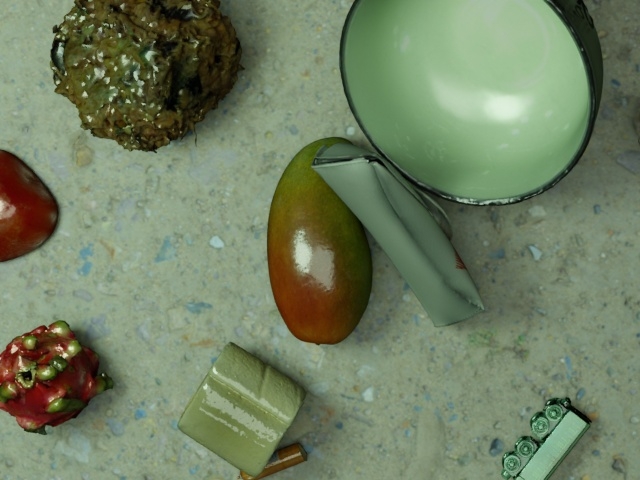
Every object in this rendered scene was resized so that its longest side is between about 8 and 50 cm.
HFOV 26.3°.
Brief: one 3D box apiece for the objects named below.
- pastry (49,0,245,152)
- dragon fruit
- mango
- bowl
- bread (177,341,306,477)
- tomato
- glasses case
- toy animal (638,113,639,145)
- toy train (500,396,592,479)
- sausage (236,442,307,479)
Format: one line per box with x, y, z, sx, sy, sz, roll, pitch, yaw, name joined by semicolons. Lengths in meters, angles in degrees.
-0.247;-0.256;1.893;0.275;0.193;0.275;1;95;8;pastry
-0.388;0.196;1.947;0.166;0.172;0.160;-3;93;7;dragon fruit
-0.005;0.002;1.914;0.146;0.129;0.289;-11;82;21;mango
0.221;-0.240;1.807;0.354;0.185;0.354;16;126;23;bowl
-0.111;0.238;1.935;0.141;0.134;0.148;34;107;0;bread
-0.487;-0.039;1.992;0.174;0.082;0.166;-40;89;5;tomato
0.121;-0.018;1.851;0.083;0.128;0.308;-48;114;-25;glasses case
0.511;-0.186;1.822;0.171;0.171;0.198;14;88;6;toy animal
0.317;0.288;1.932;0.071;0.038;0.148;37;96;1;toy train
-0.073;0.325;1.987;0.107;0.031;0.031;-22;90;9;sausage
